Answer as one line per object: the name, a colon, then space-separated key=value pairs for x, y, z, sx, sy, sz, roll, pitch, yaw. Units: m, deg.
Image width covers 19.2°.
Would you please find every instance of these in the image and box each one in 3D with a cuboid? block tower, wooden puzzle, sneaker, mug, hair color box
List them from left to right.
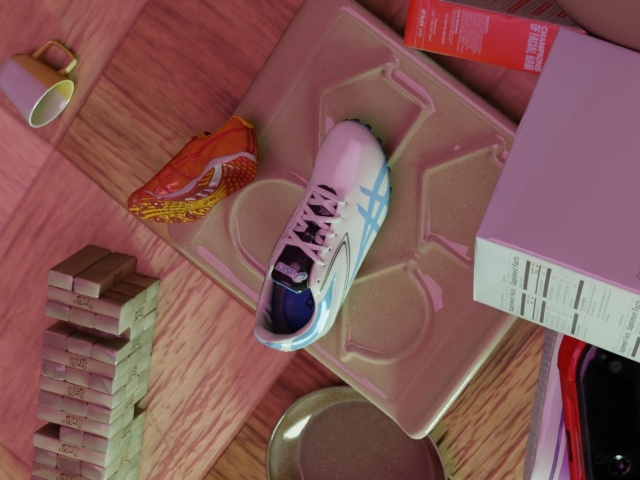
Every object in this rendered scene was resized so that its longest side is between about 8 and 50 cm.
mug: x=-0.292 y=-0.163 z=1.948 sx=0.064 sy=0.078 sz=0.062 roll=41 pitch=149 yaw=16
block tower: x=-0.244 y=0.183 z=2.008 sx=0.091 sy=0.097 sz=0.335 roll=14 pitch=112 yaw=18
sneaker: x=-0.120 y=-0.065 z=1.846 sx=0.175 sy=0.067 sz=0.064 roll=-25 pitch=140 yaw=36
sneaker: x=0.000 y=0.000 z=1.775 sx=0.085 sy=0.086 sz=0.237 roll=26 pitch=112 yaw=20
wooden puzzle: x=0.057 y=-0.031 z=1.834 sx=0.348 sy=0.080 sz=0.322 roll=40 pitch=116 yaw=12
hair color box: x=0.170 y=-0.192 z=1.724 sx=0.167 sy=0.093 sz=0.053 roll=14 pitch=112 yaw=18
sneaker: x=0.290 y=0.113 z=1.783 sx=0.161 sy=0.102 sz=0.282 roll=8 pitch=107 yaw=2

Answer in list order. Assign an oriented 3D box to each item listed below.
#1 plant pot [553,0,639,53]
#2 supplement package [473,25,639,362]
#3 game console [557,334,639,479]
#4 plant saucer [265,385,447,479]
plant pot: x=0.304 y=-0.255 z=1.580 sx=0.284 sy=0.284 sz=0.191 roll=3 pitch=143 yaw=21
supplement package: x=0.285 y=-0.017 z=1.589 sx=0.263 sy=0.198 sz=0.199 roll=20 pitch=75 yaw=10
game console: x=0.402 y=0.222 z=1.736 sx=0.342 sy=0.060 sz=0.386 roll=-8 pitch=105 yaw=0
plant saucer: x=0.041 y=0.236 z=1.942 sx=0.199 sy=0.036 sz=0.198 roll=7 pitch=109 yaw=19
